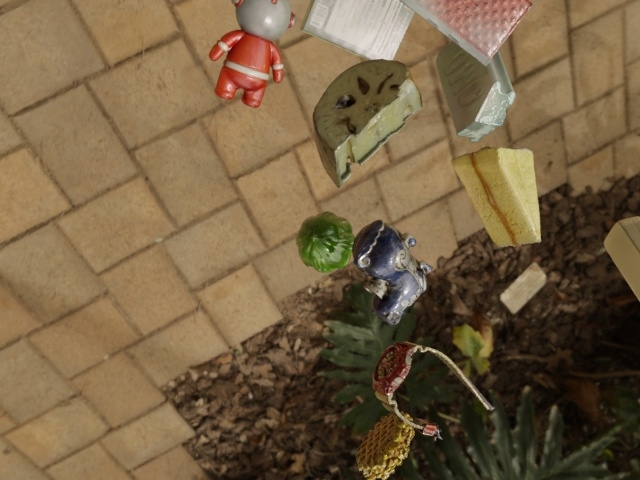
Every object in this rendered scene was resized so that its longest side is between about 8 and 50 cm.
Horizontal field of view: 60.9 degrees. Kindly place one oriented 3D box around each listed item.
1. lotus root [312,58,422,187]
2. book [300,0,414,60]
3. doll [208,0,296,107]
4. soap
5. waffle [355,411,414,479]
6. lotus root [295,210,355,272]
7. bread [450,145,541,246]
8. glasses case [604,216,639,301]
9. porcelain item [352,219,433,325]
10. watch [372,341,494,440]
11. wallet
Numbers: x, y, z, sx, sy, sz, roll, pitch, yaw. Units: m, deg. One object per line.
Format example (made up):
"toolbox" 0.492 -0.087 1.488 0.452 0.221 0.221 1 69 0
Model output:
"lotus root" 0.070 -0.221 0.976 0.235 0.138 0.119 -49 151 -13
"book" 0.104 -0.577 1.372 0.263 0.027 0.202 15 114 -24
"doll" -0.163 -0.508 1.352 0.199 0.105 0.337 10 109 -29
"soap" 0.441 -0.452 1.565 0.095 0.290 0.172 10 150 -35
"waffle" 0.176 0.543 1.456 0.070 0.197 0.193 40 140 -4
"lotus root" 0.000 0.000 1.530 0.186 0.186 0.186 -9 121 -16
"bread" 0.476 -0.114 1.470 0.163 0.167 0.264 -2 84 -33
"glasses case" 0.895 0.092 1.475 0.070 0.313 0.131 -15 147 -3
"porcelain item" 0.165 0.081 1.365 0.186 0.137 0.288 -55 138 -13
"watch" 0.233 0.324 1.144 0.268 0.102 0.165 43 76 -12
"wallet" 0.192 -0.347 0.770 0.196 0.020 0.103 32 116 -10
